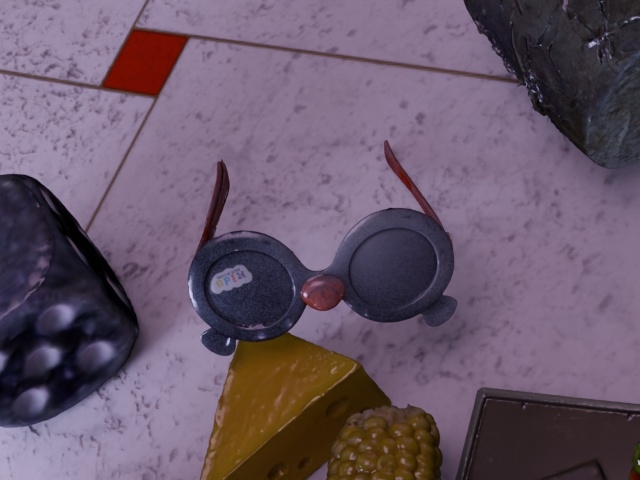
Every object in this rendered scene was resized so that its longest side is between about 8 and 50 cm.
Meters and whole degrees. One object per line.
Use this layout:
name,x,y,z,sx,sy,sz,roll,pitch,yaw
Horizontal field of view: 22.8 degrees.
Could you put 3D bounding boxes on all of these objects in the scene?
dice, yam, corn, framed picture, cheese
dice,-0.299,0.059,1.553,0.181,0.183,0.182,-34,52,1
yam,0.249,-0.205,1.438,0.201,0.202,0.271,-55,48,33
corn,0.042,0.294,1.265,0.130,0.130,0.347,-5,58,24
framed picture,0.209,0.200,1.313,0.203,0.015,0.150,3,62,27
cheese,-0.042,0.175,1.405,0.126,0.093,0.171,23,72,32

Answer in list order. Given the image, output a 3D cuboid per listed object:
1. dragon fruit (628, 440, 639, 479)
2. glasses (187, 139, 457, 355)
dragon fruit,0.309,0.178,1.215,0.138,0.175,0.142,30,105,38
glasses,0.000,0.000,1.465,0.234,0.118,0.268,-9,18,3
